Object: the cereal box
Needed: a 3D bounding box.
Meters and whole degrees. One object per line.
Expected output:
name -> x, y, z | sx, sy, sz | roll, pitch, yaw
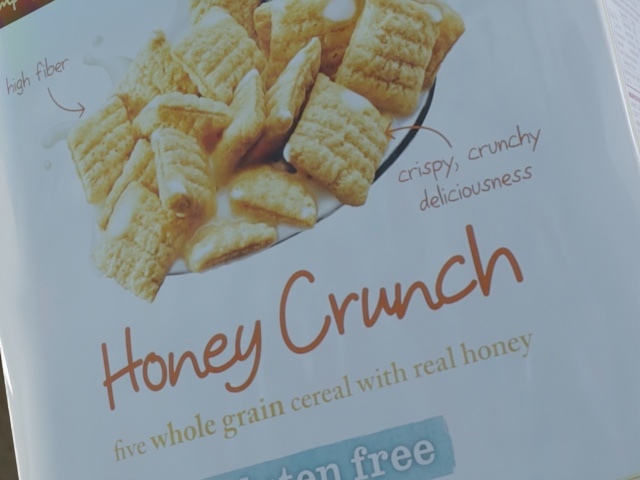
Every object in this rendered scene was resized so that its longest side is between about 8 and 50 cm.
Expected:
cereal box -> 0.000, 0.000, 0.399 | 0.173, 0.047, 0.240 | -19, -105, 25
